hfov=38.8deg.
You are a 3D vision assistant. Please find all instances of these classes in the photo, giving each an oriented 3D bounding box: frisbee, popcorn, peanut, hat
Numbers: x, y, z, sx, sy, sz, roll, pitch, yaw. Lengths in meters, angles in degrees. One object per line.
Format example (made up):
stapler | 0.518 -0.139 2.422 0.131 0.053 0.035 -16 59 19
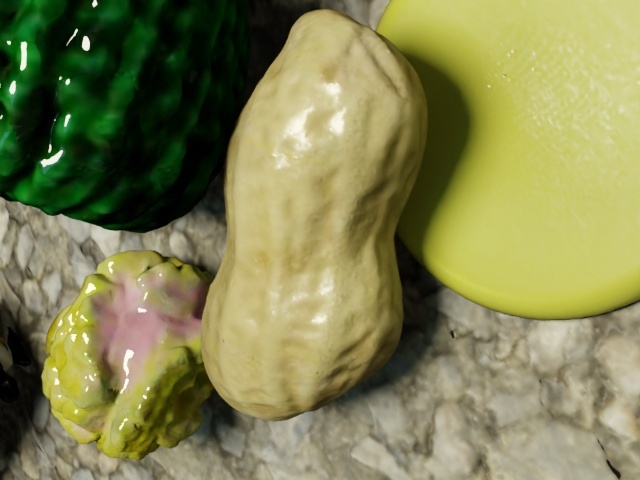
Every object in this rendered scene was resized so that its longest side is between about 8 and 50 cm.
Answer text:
frisbee | 0.117 -0.070 0.497 0.236 0.017 0.236 7 101 37
popcorn | -0.128 0.079 0.640 0.126 0.126 0.145 -6 78 58
peanut | 0.000 0.000 0.522 0.123 0.123 0.256 33 125 29
hat | -0.145 -0.179 0.542 0.274 0.242 0.332 173 113 -76

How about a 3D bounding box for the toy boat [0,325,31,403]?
toy boat | -0.338 0.144 0.805 0.141 0.141 0.269 49 123 21
